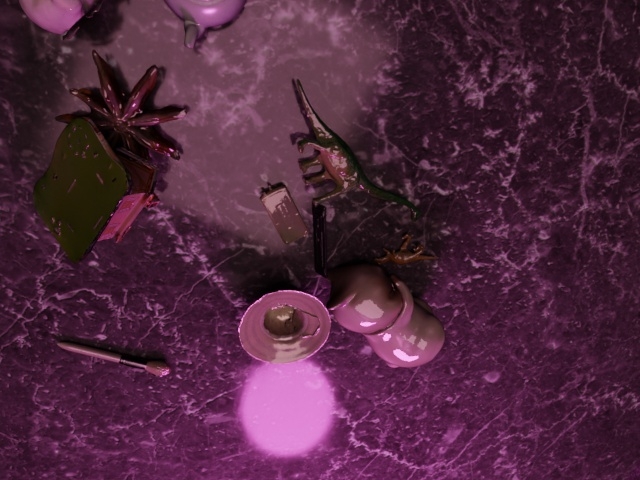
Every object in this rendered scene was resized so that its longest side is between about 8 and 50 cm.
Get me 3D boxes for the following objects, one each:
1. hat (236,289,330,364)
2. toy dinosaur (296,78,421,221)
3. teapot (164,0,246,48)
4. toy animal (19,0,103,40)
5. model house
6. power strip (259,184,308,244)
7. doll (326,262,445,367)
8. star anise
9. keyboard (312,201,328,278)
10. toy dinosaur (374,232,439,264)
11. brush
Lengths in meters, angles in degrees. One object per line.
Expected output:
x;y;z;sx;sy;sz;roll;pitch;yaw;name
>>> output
-0.104;0.213;1.212;0.252;0.110;0.252;-4;118;-7;hat
0.100;-0.205;1.114;0.301;0.087;0.447;-17;117;-7;toy dinosaur
-0.238;-0.541;0.888;0.193;0.129;0.294;11;108;-17;teapot
-0.541;-0.535;0.781;0.182;0.247;0.310;-53;128;-8;toy animal
-0.481;-0.117;0.981;0.294;0.154;0.207;-41;81;30;model house
-0.097;-0.073;1.150;0.076;0.028;0.168;-26;115;-1;power strip
0.186;0.207;1.218;0.226;0.215;0.370;-33;117;19;doll
-0.438;-0.269;0.971;0.288;0.088;0.288;-6;123;-10;star anise
0.000;0.000;1.181;0.013;0.061;0.204;-13;114;-28;keyboard
0.249;0.054;1.271;0.162;0.039;0.126;35;110;-26;toy dinosaur
-0.561;0.324;1.198;0.299;0.039;0.042;18;107;-17;brush
